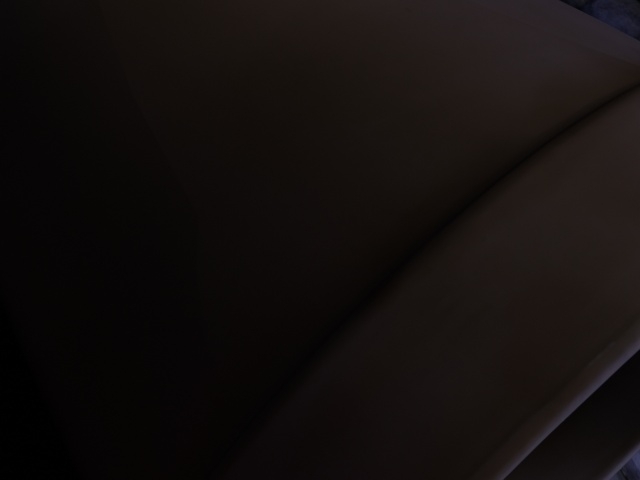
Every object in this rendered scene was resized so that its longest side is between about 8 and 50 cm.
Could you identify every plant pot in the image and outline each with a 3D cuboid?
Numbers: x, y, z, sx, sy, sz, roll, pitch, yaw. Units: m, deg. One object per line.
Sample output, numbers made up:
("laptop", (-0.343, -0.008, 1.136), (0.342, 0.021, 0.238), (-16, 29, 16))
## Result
("plant pot", (0.000, 0.000, 0.554), (0.280, 0.323, 0.323), (46, 14, 20))
